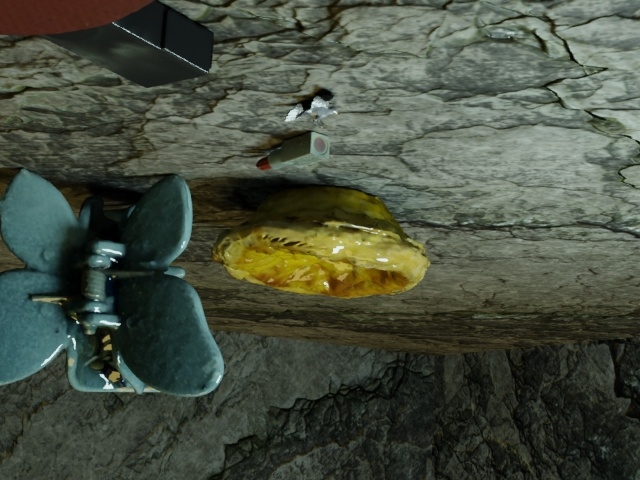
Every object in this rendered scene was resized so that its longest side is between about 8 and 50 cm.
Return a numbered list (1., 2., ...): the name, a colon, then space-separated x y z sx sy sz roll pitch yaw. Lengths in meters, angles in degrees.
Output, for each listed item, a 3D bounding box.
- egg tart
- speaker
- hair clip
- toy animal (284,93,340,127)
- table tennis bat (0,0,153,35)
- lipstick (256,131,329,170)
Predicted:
1. egg tart: 0.002 -0.001 1.544 0.341 0.129 0.341 5 168 1
2. speaker: -0.191 -0.191 0.887 0.082 0.044 0.218 -5 165 33
3. hair clip: -0.315 0.074 1.534 0.392 0.318 0.238 0 169 4
4. toy animal: 0.000 -0.138 1.126 0.050 0.028 0.084 21 161 -31
5. table tennis bat: -0.174 -0.219 0.678 0.414 0.051 0.268 -1 157 3
6. lipstick: -0.040 -0.105 1.288 0.030 0.030 0.129 12 165 -37
